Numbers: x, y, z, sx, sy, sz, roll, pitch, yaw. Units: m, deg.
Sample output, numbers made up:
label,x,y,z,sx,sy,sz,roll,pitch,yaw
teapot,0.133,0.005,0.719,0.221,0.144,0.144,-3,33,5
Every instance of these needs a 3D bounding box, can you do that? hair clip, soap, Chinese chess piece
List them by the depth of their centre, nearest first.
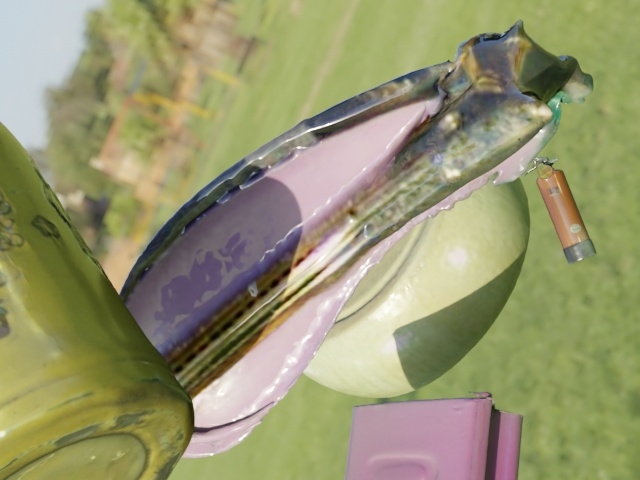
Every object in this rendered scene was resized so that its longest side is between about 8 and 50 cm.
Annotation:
label,x,y,z,sx,sy,sz,roll,pitch,yaw
hair clip,-0.001,-0.002,1.130,0.359,0.110,0.095,-37,49,18
soap,0.072,0.214,1.356,0.122,0.065,0.203,-9,64,36
Chinese chess piece,0.057,0.008,1.604,0.250,0.101,0.250,-33,39,32

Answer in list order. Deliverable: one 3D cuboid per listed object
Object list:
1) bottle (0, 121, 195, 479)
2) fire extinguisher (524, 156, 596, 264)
label,x,y,z,sx,sy,sz,roll,pitch,yaw
bottle,-0.222,0.001,1.036,0.171,0.351,0.171,-28,-24,-14
fire extinguisher,0.169,-0.024,1.369,0.028,0.083,0.022,-23,-3,8
